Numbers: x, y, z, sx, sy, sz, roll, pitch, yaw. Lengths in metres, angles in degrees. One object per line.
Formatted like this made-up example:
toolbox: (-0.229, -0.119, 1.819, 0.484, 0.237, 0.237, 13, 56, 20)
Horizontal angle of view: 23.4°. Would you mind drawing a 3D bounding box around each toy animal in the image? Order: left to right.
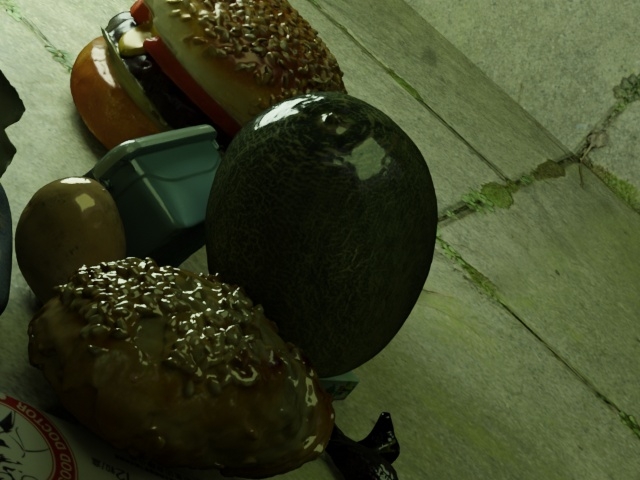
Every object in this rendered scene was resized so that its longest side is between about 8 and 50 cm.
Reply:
toy animal: (0.053, 0.258, 1.663, 0.105, 0.070, 0.202, 15, 36, -25)

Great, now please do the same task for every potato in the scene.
potato: (-0.246, 0.008, 1.560, 0.112, 0.147, 0.112, 2, 15, 0)

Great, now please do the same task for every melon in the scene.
melon: (0.000, 0.000, 1.629, 0.248, 0.329, 0.248, 1, 41, -1)

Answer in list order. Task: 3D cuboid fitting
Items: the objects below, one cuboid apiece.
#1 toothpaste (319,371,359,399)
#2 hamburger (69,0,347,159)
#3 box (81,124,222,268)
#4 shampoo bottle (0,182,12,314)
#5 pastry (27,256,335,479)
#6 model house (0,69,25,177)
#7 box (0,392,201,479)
toothpaste: (-0.022, 0.152, 1.758, 0.164, 0.034, 0.046, 9, 37, -51)
hamburger: (-0.131, -0.206, 1.983, 0.330, 0.250, 0.330, 32, 24, -16)
box: (-0.191, -0.039, 1.705, 0.130, 0.162, 0.227, 53, 24, 7)
shampoo bottle: (-0.345, -0.004, 1.533, 0.087, 0.049, 0.233, 32, 23, -26)
pastry: (-0.119, 0.112, 1.443, 0.255, 0.162, 0.311, 30, 3, 30)
model house: (-0.465, -0.156, 1.450, 0.298, 0.243, 0.284, 57, -14, -27)
box: (-0.160, 0.265, 1.298, 0.353, 0.069, 0.214, 27, 25, -24)
